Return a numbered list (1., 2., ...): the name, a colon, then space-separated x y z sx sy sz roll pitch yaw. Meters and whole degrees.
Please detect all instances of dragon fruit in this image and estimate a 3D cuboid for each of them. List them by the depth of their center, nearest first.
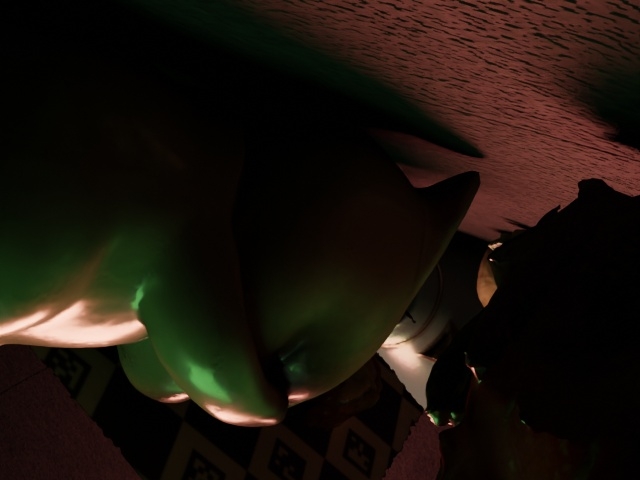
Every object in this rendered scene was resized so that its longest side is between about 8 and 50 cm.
1. dragon fruit: 0.194 0.127 0.549 0.269 0.250 0.291 12 137 47

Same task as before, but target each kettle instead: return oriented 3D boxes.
1. kettle: 0.137 0.082 1.678 0.319 0.247 0.342 49 -169 36

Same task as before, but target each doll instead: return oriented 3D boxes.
1. doll: -0.110 -0.007 0.696 0.370 0.226 0.215 23 142 -25

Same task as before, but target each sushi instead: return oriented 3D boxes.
1. sushi: -0.050 0.064 0.910 0.339 0.069 0.320 51 -147 -4

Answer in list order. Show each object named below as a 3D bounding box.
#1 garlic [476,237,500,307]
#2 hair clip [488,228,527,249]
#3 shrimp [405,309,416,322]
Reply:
1. garlic: 0.252 0.052 1.324 0.129 0.090 0.198 -1 162 44
2. hair clip: 0.229 0.022 1.175 0.173 0.049 0.049 24 176 -29
3. shrimp: -0.001 0.003 1.214 0.221 0.166 0.411 48 159 -26
